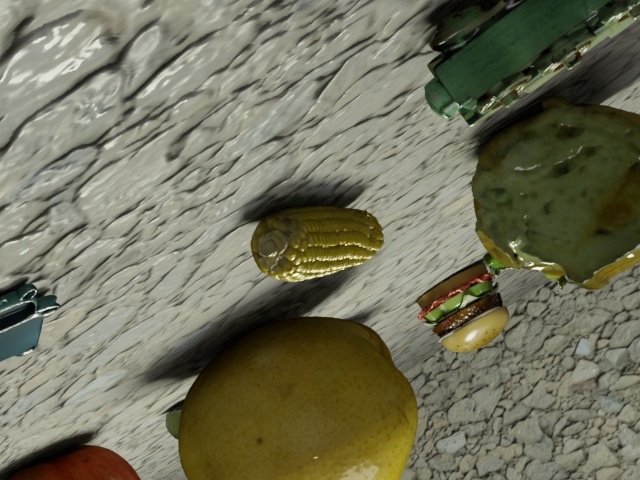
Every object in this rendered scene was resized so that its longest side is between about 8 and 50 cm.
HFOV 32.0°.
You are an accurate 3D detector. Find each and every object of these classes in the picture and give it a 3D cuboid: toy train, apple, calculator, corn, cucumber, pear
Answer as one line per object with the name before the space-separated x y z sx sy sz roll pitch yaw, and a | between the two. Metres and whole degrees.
toy train | 0.161 -0.152 0.788 0.194 0.081 0.125 -36 171 19
apple | -0.344 0.370 1.517 0.209 0.164 0.209 -24 178 -1
calculator | -0.247 0.071 0.862 0.094 0.019 0.141 -25 165 -27
corn | 0.000 0.000 1.045 0.067 0.067 0.206 -36 168 25
cucumber | -0.185 0.269 1.729 0.112 0.064 0.064 -15 161 -43
pear | -0.027 0.240 1.457 0.314 0.314 0.314 -29 168 -7

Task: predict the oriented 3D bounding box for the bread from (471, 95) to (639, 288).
bread | 0.285 -0.050 1.231 0.238 0.196 0.252 -35 170 5

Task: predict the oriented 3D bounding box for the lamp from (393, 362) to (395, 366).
lamp | 0.027 0.262 1.863 0.250 0.284 0.250 -3 -157 1

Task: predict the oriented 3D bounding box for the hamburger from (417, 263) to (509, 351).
hamburger | 0.271 0.135 2.077 0.175 0.137 0.175 -26 168 -6

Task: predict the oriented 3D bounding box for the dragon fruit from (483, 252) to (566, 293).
dragon fruit | 0.343 0.004 1.703 0.135 0.137 0.236 -5 145 -46
